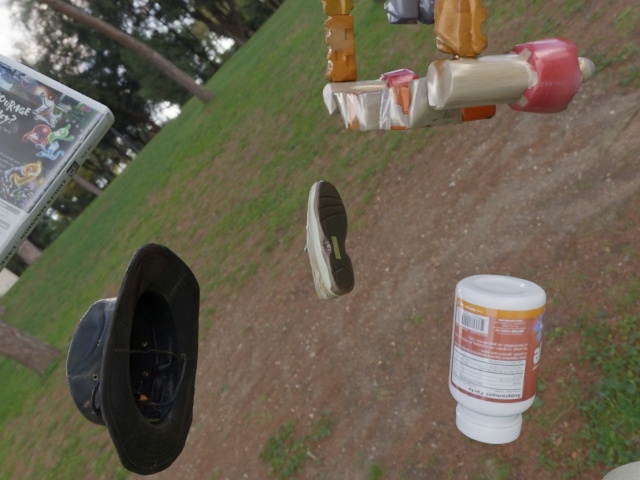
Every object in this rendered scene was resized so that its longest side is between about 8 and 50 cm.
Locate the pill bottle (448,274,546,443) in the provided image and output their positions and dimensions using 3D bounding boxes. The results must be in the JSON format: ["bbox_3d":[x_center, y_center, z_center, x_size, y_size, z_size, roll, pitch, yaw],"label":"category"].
[{"bbox_3d":[0.245,0.166,0.797,0.121,0.121,0.216,-125,35,-73],"label":"pill bottle"}]

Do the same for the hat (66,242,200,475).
[{"bbox_3d":[-0.287,0.171,0.842,0.134,0.331,0.331,-3,32,11],"label":"hat"}]

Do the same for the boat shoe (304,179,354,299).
[{"bbox_3d":[0.000,0.000,0.887,0.072,0.068,0.190,-28,59,45],"label":"boat shoe"}]

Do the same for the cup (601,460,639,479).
[{"bbox_3d":[0.453,0.418,0.694,0.331,0.331,0.237,-36,28,39],"label":"cup"}]

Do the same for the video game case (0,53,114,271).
[{"bbox_3d":[-0.278,-0.066,0.410,0.173,0.190,0.022,-61,-8,-17],"label":"video game case"}]

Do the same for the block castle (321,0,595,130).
[{"bbox_3d":[0.160,-0.312,0.777,0.213,0.303,0.453,-8,13,-17],"label":"block castle"}]
